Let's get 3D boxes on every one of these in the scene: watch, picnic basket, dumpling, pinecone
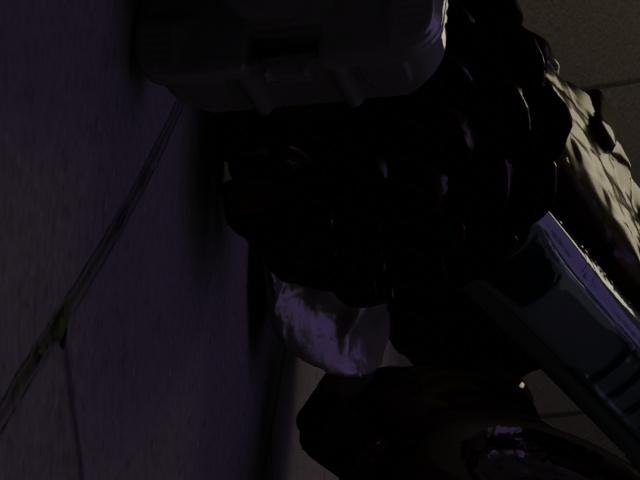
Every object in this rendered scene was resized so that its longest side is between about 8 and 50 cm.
[{"bbox_3d":[0.108,0.298,1.226,0.335,0.314,0.327,40,-63,45],"label":"watch"},{"bbox_3d":[0.138,-0.034,1.470,0.291,0.254,0.321,58,13,-7],"label":"picnic basket"},{"bbox_3d":[-0.001,0.001,1.166,0.150,0.092,0.177,20,76,-70],"label":"dumpling"},{"bbox_3d":[0.027,-0.053,0.927,0.208,0.207,0.208,2,90,-85],"label":"pinecone"}]

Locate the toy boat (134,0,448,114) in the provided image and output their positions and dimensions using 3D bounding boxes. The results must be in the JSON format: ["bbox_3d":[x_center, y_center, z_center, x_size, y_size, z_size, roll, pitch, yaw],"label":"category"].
[{"bbox_3d":[-0.010,-0.188,0.734,0.141,0.140,0.270,77,14,-72],"label":"toy boat"}]

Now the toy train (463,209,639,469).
[{"bbox_3d":[0.172,0.052,1.235,0.407,0.086,0.088,44,11,-40],"label":"toy train"}]
